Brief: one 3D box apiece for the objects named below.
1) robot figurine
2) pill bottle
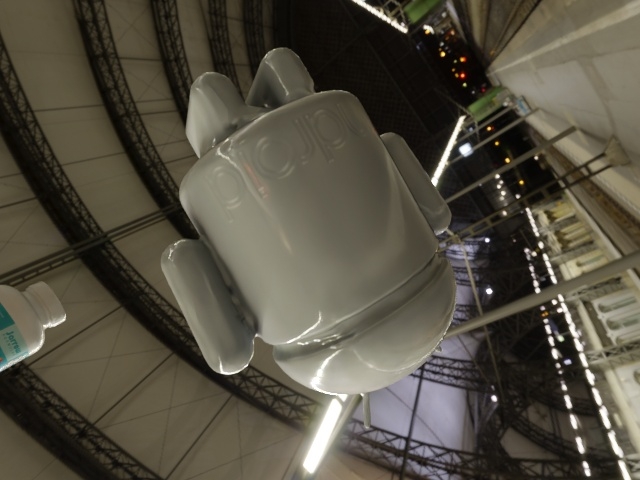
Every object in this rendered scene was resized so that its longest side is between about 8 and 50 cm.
[{"bbox_3d":[0.000,0.000,0.407,0.300,0.200,0.353,-32,-86,-18],"label":"robot figurine"},{"bbox_3d":[-0.609,0.173,0.713,0.264,0.146,0.146,-35,-87,-44],"label":"pill bottle"}]
